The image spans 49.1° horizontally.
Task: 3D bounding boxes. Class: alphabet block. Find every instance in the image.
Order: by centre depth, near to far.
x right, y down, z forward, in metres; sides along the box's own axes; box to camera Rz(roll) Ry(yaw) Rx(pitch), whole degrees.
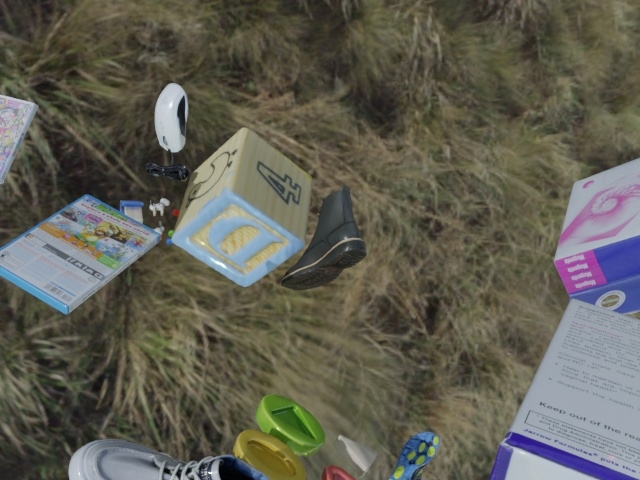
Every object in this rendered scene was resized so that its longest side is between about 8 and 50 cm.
[{"bbox_3d":[-0.147,-0.063,1.374,0.193,0.192,0.197,37,36,-28],"label":"alphabet block"}]

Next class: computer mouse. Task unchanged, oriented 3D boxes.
[{"bbox_3d":[-0.300,-0.210,1.371,0.042,0.106,0.193,-22,125,-50],"label":"computer mouse"}]

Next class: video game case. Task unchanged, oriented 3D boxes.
[{"bbox_3d":[-0.289,0.011,0.834,0.166,0.119,0.015,-48,160,-49],"label":"video game case"},{"bbox_3d":[-0.455,-0.146,0.996,0.011,0.087,0.122,33,77,-58],"label":"video game case"}]

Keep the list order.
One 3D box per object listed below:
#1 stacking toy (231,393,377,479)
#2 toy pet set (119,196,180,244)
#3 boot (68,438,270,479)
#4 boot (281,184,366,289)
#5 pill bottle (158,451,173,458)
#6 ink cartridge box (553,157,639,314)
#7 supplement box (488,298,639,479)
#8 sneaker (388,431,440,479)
[{"bbox_3d":[-0.028,0.408,1.152,0.308,0.279,0.130,33,101,-8],"label":"stacking toy"},{"bbox_3d":[-0.362,-0.052,1.474,0.114,0.122,0.065,0,56,-23],"label":"toy pet set"},{"bbox_3d":[-0.178,0.300,0.895,0.258,0.123,0.095,33,37,-39],"label":"boot"},{"bbox_3d":[0.000,0.000,1.287,0.076,0.197,0.137,19,52,-44],"label":"boot"},{"bbox_3d":[-0.360,0.563,1.498,0.131,0.131,0.229,-40,155,-39],"label":"pill bottle"},{"bbox_3d":[0.512,-0.037,1.023,0.071,0.324,0.330,53,40,-17],"label":"ink cartridge box"},{"bbox_3d":[0.176,0.134,0.429,0.220,0.113,0.111,-31,134,-59],"label":"supplement box"},{"bbox_3d":[0.204,0.515,1.583,0.188,0.067,0.078,-57,155,-9],"label":"sneaker"}]
